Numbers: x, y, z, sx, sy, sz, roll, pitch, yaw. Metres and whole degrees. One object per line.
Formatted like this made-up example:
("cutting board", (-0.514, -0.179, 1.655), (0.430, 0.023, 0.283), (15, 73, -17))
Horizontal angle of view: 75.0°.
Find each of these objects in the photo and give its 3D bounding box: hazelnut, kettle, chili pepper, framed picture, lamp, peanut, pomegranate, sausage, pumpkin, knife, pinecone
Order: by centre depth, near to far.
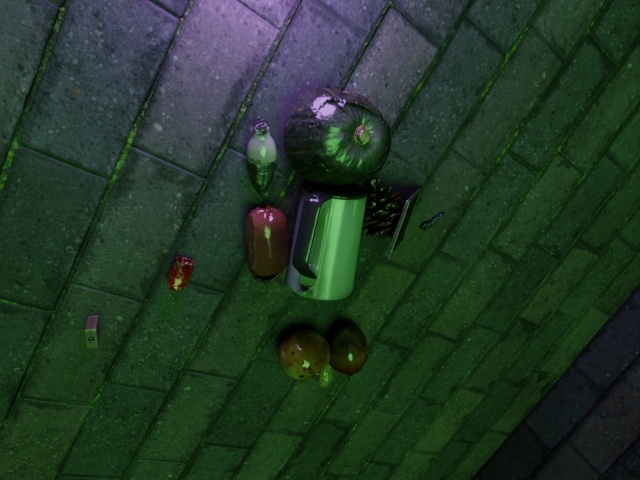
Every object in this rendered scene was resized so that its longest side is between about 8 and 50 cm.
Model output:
("pumpkin", (0.058, -0.318, 1.295), (0.327, 0.257, 0.292), (-8, 103, -28))
("lamp", (-0.186, -0.257, 1.326), (0.101, 0.101, 0.250), (-10, 132, -16))
("kettle", (0.000, 0.000, 1.403), (0.361, 0.249, 0.377), (-33, 136, -59))
("chili pepper", (-0.482, 0.117, 1.424), (0.070, 0.073, 0.123), (29, 105, 13))
("sausage", (-0.185, 0.014, 1.437), (0.151, 0.152, 0.280), (-6, 119, -18))
("pinecone", (0.216, -0.120, 1.508), (0.168, 0.185, 0.213), (2, 99, 0))
("framed picture", (0.311, -0.073, 1.544), (0.019, 0.296, 0.233), (22, 112, 14))
("pomegranate", (-0.069, 0.454, 1.688), (0.215, 0.215, 0.216), (-9, 119, -17))
("knife", (0.462, -0.082, 1.717), (0.121, 0.018, 0.031), (-36, 125, -2))
("hazelnut", (0.106, 0.458, 1.771), (0.210, 0.210, 0.186), (32, 130, -31))
("peanut", (0.021, 0.586, 1.861), (0.080, 0.080, 0.175), (-8, 120, -17))

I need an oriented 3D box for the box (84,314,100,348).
("box", (-0.766, 0.308, 1.403), (0.035, 0.083, 0.080), (-2, 116, -21))
